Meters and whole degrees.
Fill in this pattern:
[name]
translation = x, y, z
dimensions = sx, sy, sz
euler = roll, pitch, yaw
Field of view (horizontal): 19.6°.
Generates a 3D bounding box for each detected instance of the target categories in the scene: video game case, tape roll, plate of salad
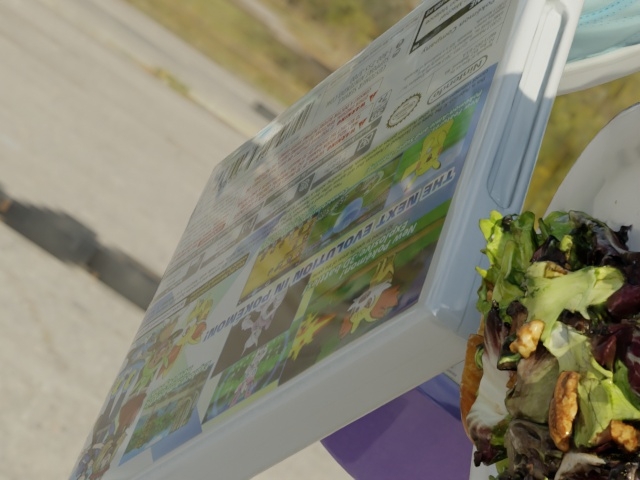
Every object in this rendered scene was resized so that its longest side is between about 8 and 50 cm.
[video game case]
translation = 0.000, 0.000, 0.961
dimensions = 0.036, 0.329, 0.300
euler = 38, 46, -18
[tape roll]
translation = 0.081, 0.085, 1.137
dimensions = 0.189, 0.080, 0.189
euler = 24, 31, -16
[plate of salad]
translation = 0.078, 0.046, 0.625
dimensions = 0.048, 0.200, 0.200
euler = 16, 9, -11

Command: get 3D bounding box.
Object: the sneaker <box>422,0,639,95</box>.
[sneaker]
translation = 0.224, -0.190, 1.036
dimensions = 0.150, 0.366, 0.135
euler = 35, 34, -60
